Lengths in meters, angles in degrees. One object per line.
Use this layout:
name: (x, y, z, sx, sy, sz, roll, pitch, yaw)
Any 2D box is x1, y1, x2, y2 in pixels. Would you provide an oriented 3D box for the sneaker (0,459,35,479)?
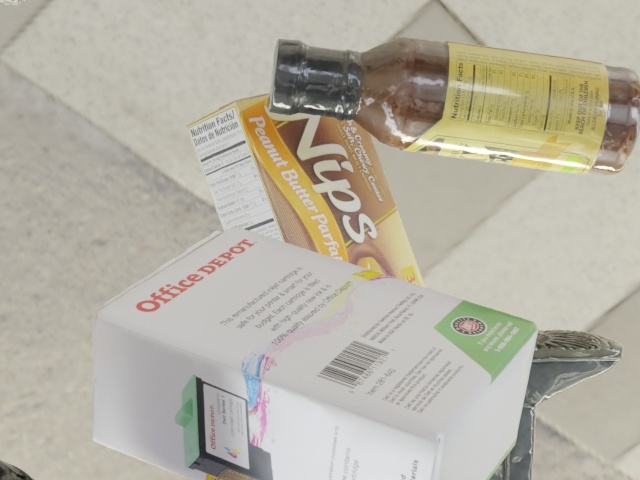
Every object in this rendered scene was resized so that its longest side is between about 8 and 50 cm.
sneaker: (-0.199, 0.207, 0.918, 0.293, 0.102, 0.146, 9, 134, -20)

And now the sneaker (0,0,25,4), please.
sneaker: (-0.359, -0.303, 1.624, 0.040, 0.109, 0.044, -4, 90, -45)

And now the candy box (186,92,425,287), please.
candy box: (0.000, 0.000, 1.430, 0.087, 0.317, 0.183, -21, 180, 42)

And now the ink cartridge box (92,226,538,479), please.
ink cartridge box: (-0.005, 0.106, 1.042, 0.201, 0.278, 0.117, -36, 138, -56)

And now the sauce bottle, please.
sauce bottle: (0.124, -0.133, 1.305, 0.344, 0.111, 0.111, 8, 130, -3)

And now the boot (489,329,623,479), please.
boot: (0.194, 0.193, 1.309, 0.189, 0.076, 0.209, -4, 100, -8)
